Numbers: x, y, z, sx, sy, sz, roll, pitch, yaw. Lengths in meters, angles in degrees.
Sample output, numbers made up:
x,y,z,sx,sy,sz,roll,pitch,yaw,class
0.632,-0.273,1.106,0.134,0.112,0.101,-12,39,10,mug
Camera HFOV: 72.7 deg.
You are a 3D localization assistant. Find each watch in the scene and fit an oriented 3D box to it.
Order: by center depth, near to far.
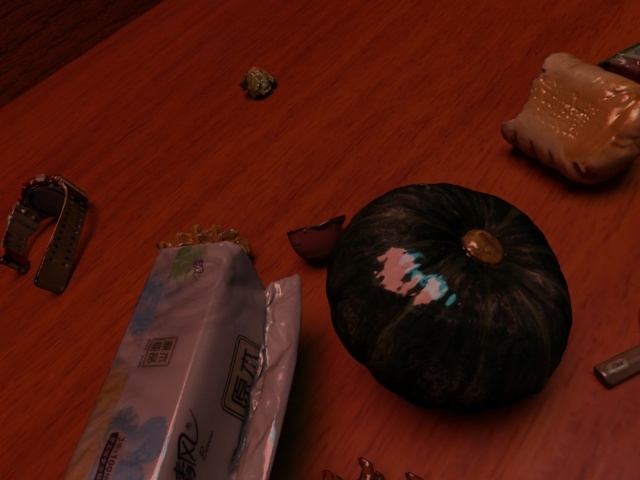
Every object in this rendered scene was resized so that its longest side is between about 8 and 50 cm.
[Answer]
x,y,z,sx,sy,sz,roll,pitch,yaw,class
-0.519,-0.006,0.805,0.165,0.102,0.268,-20,52,18,watch

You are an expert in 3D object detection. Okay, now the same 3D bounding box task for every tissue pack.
x,y,z,sx,sy,sz,roll,pitch,yaw,class
-0.089,0.133,0.397,0.145,0.159,0.229,-6,47,15,tissue pack

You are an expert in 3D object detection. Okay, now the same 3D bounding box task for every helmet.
x,y,z,sx,sy,sz,roll,pitch,yaw,class
0.002,0.001,0.558,0.084,0.049,0.065,-18,2,-28,helmet

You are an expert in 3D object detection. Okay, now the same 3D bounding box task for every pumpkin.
x,y,z,sx,sy,sz,roll,pitch,yaw,class
0.109,0.044,0.387,0.212,0.152,0.211,6,61,-10,pumpkin

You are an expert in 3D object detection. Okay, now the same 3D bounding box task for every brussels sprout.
x,y,z,sx,sy,sz,roll,pitch,yaw,class
-0.145,-0.355,0.971,0.085,0.058,0.085,-27,28,15,brussels sprout

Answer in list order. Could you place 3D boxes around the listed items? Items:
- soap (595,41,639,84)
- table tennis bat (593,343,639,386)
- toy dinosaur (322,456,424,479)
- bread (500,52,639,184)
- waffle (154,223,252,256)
x,y,z,sx,sy,sz,roll,pitch,yaw,class
0.471,-0.202,0.483,0.274,0.098,0.217,-28,43,-1,soap
0.302,0.080,0.360,0.157,0.013,0.087,-26,45,-1,table tennis bat
0.058,0.206,0.330,0.154,0.049,0.055,3,48,36,toy dinosaur
0.295,-0.139,0.508,0.119,0.084,0.177,-55,38,24,bread
-0.177,0.043,0.608,0.192,0.046,0.160,13,55,36,waffle
